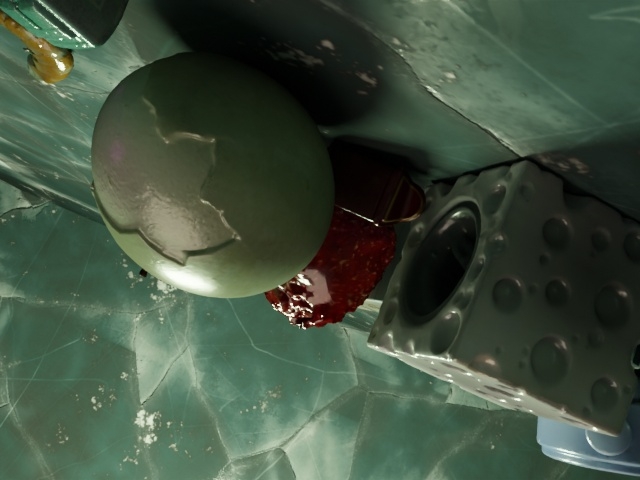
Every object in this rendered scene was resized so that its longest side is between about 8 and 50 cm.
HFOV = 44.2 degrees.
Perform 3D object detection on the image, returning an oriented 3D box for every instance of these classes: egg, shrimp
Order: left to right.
[{"bbox_3d":[-0.447,-0.296,1.170,0.166,0.049,0.161,30,165,-25],"label":"shrimp"},{"bbox_3d":[-0.134,-0.080,0.939,0.278,0.278,0.336,17,162,32],"label":"egg"}]

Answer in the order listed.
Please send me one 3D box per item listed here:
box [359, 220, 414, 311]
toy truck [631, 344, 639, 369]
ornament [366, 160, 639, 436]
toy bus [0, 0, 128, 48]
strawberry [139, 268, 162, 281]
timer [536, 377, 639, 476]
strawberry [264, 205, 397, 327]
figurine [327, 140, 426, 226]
[{"bbox_3d":[0.122,0.041,1.303,0.067,0.155,0.243,30,168,-24],"label":"box"},{"bbox_3d":[0.499,0.183,1.383,0.115,0.080,0.177,22,171,-19],"label":"toy truck"},{"bbox_3d":[0.240,0.073,0.977,0.239,0.239,0.240,27,169,-16],"label":"ornament"},{"bbox_3d":[-0.294,-0.285,0.761,0.091,0.109,0.261,10,165,29],"label":"toy bus"},{"bbox_3d":[-0.277,-0.006,1.735,0.178,0.234,0.234,8,162,29],"label":"strawberry"},{"bbox_3d":[0.620,0.362,1.578,0.394,0.173,0.395,6,175,1],"label":"timer"},{"bbox_3d":[0.000,0.000,1.244,0.220,0.274,0.274,-12,-175,-26],"label":"strawberry"},{"bbox_3d":[0.075,-0.065,1.075,0.154,0.082,0.098,25,-178,28],"label":"figurine"}]
